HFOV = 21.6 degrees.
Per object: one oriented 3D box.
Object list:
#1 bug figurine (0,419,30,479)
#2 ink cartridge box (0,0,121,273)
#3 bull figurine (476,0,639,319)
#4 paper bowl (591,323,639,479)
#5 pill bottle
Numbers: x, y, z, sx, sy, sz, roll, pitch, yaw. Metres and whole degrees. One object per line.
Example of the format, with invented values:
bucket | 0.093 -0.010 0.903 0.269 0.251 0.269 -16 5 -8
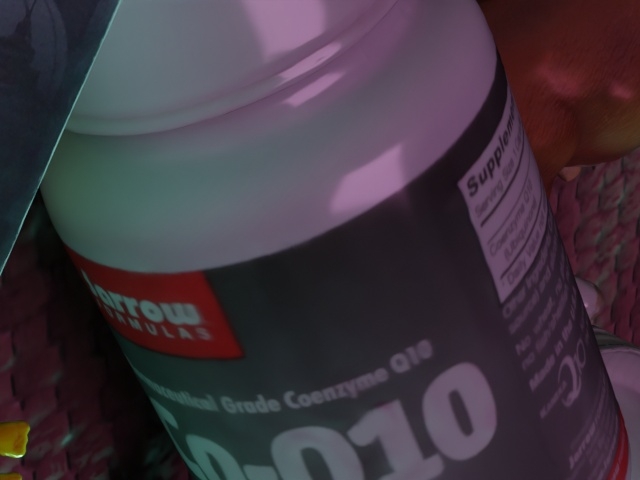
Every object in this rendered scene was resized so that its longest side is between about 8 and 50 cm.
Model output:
bug figurine | -0.200 0.015 0.453 0.279 0.072 0.216 13 94 -47
ink cartridge box | -0.114 -0.083 0.351 0.165 0.065 0.333 10 112 -47
bull figurine | 0.138 -0.085 0.759 0.310 0.101 0.188 -31 134 -21
paper bowl | 0.092 0.178 0.826 0.284 0.148 0.284 -25 128 -38
pill bottle | 0.000 0.000 0.590 0.161 0.161 0.283 -43 127 -26
